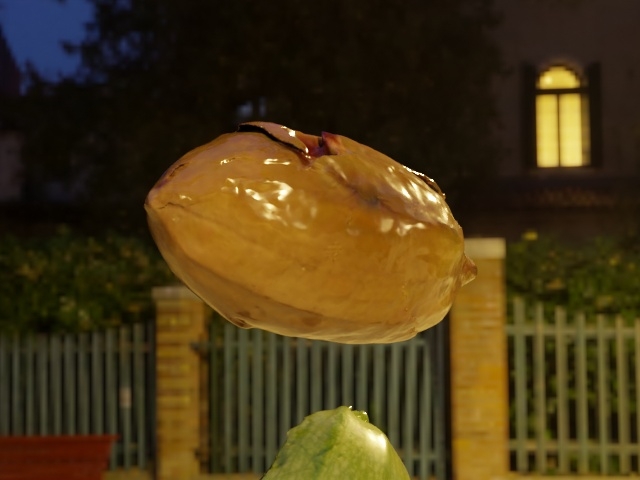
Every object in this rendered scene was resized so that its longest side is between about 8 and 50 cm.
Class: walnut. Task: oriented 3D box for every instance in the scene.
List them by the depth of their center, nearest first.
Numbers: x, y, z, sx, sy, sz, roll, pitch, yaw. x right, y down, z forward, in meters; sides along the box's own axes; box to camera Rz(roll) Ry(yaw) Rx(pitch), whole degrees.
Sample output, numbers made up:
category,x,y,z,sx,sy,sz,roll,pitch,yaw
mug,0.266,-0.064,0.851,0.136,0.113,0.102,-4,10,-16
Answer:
category,x,y,z,sx,sy,sz,roll,pitch,yaw
walnut,0.000,0.000,0.903,0.245,0.137,0.137,20,-16,-35

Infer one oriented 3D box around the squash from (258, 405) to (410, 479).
category,x,y,z,sx,sy,sz,roll,pitch,yaw
squash,-0.028,0.139,0.381,0.069,0.239,0.069,15,-42,14
